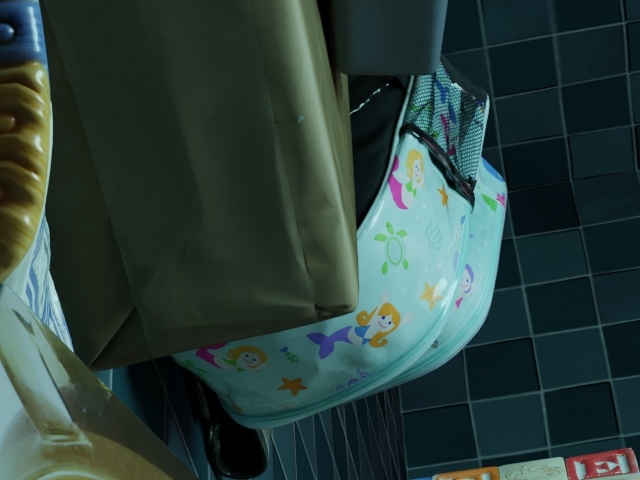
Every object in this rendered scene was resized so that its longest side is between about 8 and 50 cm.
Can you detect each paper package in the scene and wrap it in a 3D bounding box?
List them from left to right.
[{"bbox_3d":[-0.084,-0.149,0.977,0.325,0.168,0.309,-93,173,-50],"label":"paper package"}]

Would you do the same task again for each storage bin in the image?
[{"bbox_3d":[0.041,-0.153,0.977,0.135,0.098,0.091,-91,-178,-53],"label":"storage bin"}]

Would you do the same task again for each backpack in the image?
[{"bbox_3d":[0.000,0.000,1.175,0.191,0.225,0.253,49,34,-27],"label":"backpack"}]

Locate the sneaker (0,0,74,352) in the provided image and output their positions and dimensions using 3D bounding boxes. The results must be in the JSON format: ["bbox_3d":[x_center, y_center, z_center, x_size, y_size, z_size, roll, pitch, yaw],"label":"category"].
[{"bbox_3d":[-0.136,0.017,0.602,0.131,0.112,0.296,-111,-161,-80],"label":"sneaker"}]

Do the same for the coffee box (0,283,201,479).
[{"bbox_3d":[-0.040,0.181,0.479,0.297,0.119,0.168,48,22,-18],"label":"coffee box"}]

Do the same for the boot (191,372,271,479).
[{"bbox_3d":[-0.063,0.040,1.331,0.161,0.083,0.246,-77,156,-60],"label":"boot"}]

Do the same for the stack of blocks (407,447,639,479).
[{"bbox_3d":[0.053,0.212,1.071,0.171,0.297,0.087,-82,162,-75],"label":"stack of blocks"}]
